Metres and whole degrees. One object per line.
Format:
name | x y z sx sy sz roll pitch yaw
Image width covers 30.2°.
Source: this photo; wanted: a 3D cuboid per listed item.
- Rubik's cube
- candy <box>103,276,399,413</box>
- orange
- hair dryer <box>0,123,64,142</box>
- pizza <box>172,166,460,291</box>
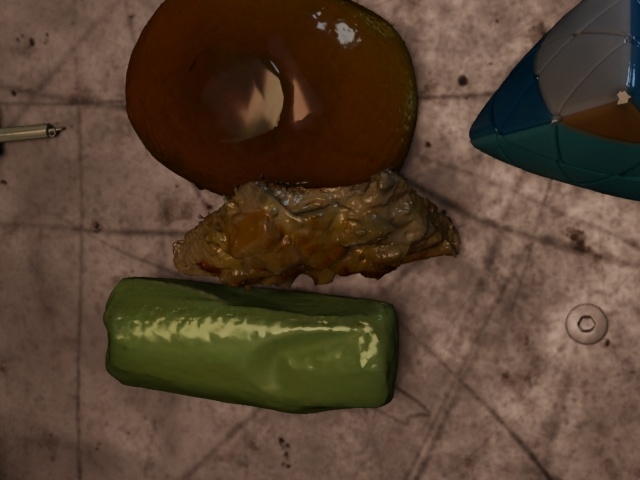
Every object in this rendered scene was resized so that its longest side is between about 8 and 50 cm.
Rubik's cube | 0.306 -0.113 1.203 0.255 0.254 0.254 1 94 13
candy | -0.080 0.120 1.354 0.344 0.132 0.142 4 81 13
orange | -0.063 -0.171 1.320 0.335 0.196 0.262 26 86 17
hair dryer | -0.376 -0.137 1.458 0.124 0.038 0.063 -5 93 8
pizza | 0.000 0.000 1.266 0.324 0.223 0.089 -4 73 -4
